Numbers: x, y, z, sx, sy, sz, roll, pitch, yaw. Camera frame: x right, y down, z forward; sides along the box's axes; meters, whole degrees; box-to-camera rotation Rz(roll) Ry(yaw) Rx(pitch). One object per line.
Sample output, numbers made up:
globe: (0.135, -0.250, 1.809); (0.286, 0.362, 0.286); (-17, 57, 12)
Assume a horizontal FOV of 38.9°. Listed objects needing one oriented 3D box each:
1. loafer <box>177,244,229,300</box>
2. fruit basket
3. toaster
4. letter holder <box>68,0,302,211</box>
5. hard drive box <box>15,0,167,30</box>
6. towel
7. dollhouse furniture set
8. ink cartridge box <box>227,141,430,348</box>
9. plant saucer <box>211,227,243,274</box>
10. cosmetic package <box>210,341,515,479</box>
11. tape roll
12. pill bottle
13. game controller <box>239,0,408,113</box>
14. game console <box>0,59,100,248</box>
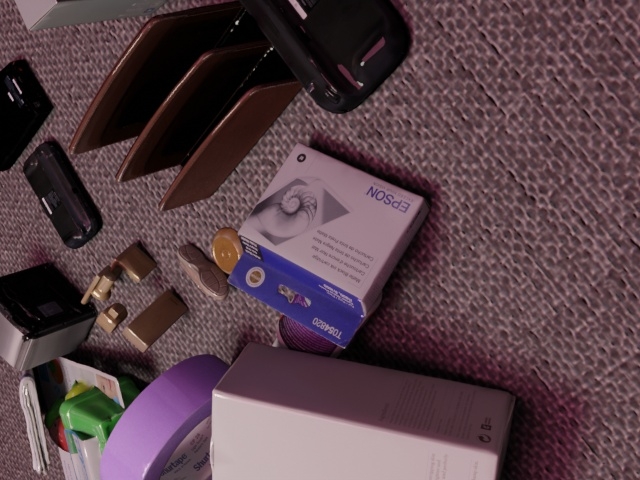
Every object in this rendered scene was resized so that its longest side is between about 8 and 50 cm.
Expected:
loafer: (-0.194, 0.058, 1.508); (0.125, 0.045, 0.039); (45, 146, 26)
fruit basket: (-0.457, 0.389, 1.768); (0.353, 0.165, 0.327); (4, 109, 42)
toaster: (-0.554, 0.145, 1.738); (0.168, 0.186, 0.110); (40, 123, 20)
letter holder: (-0.201, -0.179, 1.301); (0.152, 0.214, 0.302); (54, 131, 10)
hard drive box: (-0.346, -0.416, 1.317); (0.089, 0.232, 0.181); (-23, 92, 42)
towel: (-0.590, 0.325, 1.844); (0.285, 0.034, 0.209); (-147, 49, -65)
dollhouse furniture set: (-0.337, 0.122, 1.595); (0.151, 0.144, 0.123); (42, 135, 1)
ink cartridge box: (0.000, 0.000, 1.231); (0.223, 0.045, 0.224); (26, 80, 29)
plant saucer: (-0.150, 0.021, 1.470); (0.083, 0.015, 0.083); (16, 116, 35)
cosmetic package: (0.051, 0.293, 1.238); (0.385, 0.156, 0.217); (12, 115, 15)
tape roll: (-0.222, 0.322, 1.471); (0.090, 0.275, 0.274); (33, 125, 25)
pill bottle: (0.000, 0.118, 1.322); (0.108, 0.108, 0.193); (46, 129, 16)
game controller: (-0.018, -0.328, 1.209); (0.166, 0.067, 0.319); (-40, 80, 27)
game console: (-0.535, -0.145, 1.706); (0.213, 0.044, 0.361); (-37, 82, 43)
